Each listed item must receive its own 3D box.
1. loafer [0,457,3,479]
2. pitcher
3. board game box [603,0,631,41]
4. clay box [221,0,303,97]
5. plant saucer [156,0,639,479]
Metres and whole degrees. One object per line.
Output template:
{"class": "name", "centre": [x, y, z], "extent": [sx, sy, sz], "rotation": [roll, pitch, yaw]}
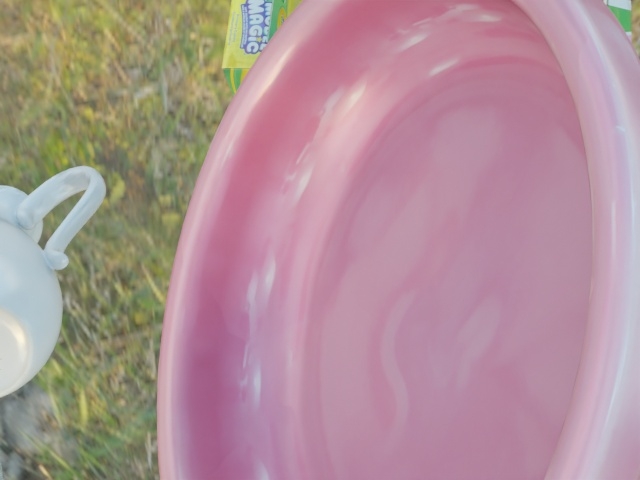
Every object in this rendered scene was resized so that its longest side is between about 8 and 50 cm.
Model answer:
{"class": "loafer", "centre": [-0.244, 0.056, 0.959], "extent": [0.112, 0.319, 0.111], "rotation": [11, 29, 34]}
{"class": "pitcher", "centre": [-0.240, 0.022, 1.169], "extent": [0.177, 0.207, 0.125], "rotation": [-31, 117, 4]}
{"class": "board game box", "centre": [0.121, -0.149, 0.947], "extent": [0.064, 0.242, 0.316], "rotation": [6, 109, 31]}
{"class": "clay box", "centre": [-0.036, -0.154, 1.270], "extent": [0.053, 0.222, 0.127], "rotation": [1, 64, 10]}
{"class": "plant saucer", "centre": [0.041, 0.036, 0.656], "extent": [0.084, 0.332, 0.332], "rotation": [12, 72, -32]}
